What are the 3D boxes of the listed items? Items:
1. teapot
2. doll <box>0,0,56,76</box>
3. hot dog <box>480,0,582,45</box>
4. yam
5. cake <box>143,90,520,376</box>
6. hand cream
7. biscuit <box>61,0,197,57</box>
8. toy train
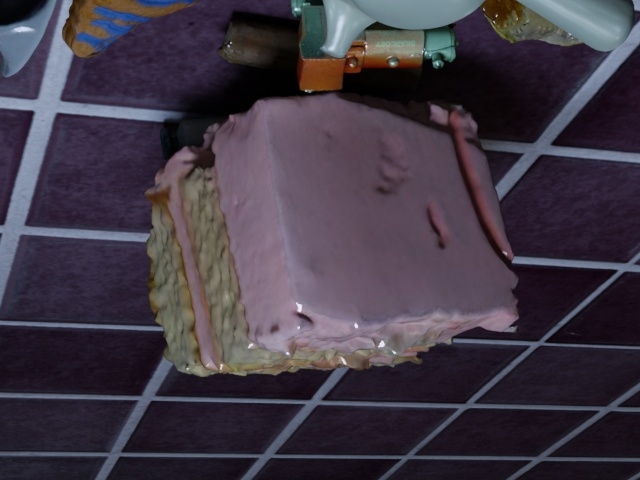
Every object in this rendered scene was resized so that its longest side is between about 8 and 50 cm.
[{"bbox_3d":[0.139,-0.270,1.272,0.318,0.149,0.220,-4,155,-2],"label":"teapot"},{"bbox_3d":[-0.287,-0.267,1.242,0.145,0.103,0.316,-8,153,-46],"label":"doll"},{"bbox_3d":[0.224,-0.240,1.444,0.168,0.078,0.061,5,-168,-20],"label":"hot dog"},{"bbox_3d":[0.003,-0.198,1.503,0.241,0.057,0.057,6,152,-27],"label":"yam"},{"bbox_3d":[0.000,0.000,1.528,0.314,0.293,0.307,-6,170,-30],"label":"cake"},{"bbox_3d":[-0.070,-0.128,1.640,0.234,0.050,0.080,-8,155,-12],"label":"hand cream"},{"bbox_3d":[-0.147,-0.260,1.296,0.280,0.043,0.183,-38,166,32],"label":"biscuit"},{"bbox_3d":[0.058,-0.213,1.407,0.175,0.118,0.074,0,156,-7],"label":"toy train"}]
